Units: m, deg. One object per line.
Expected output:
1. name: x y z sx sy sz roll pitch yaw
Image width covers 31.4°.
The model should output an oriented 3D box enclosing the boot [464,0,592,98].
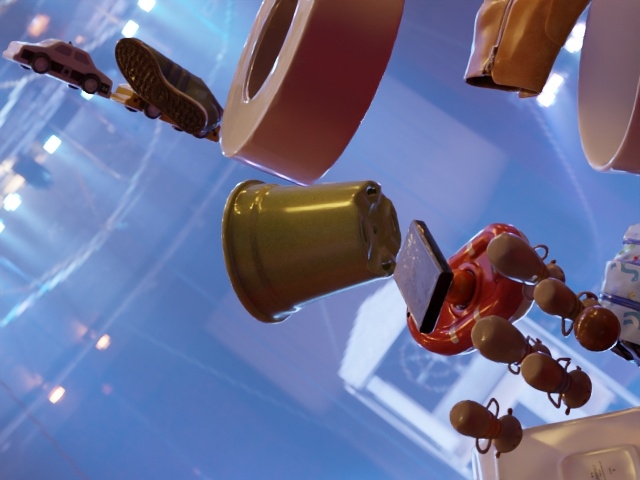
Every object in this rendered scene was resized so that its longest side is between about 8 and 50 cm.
1. boot: 0.332 -0.303 1.574 0.104 0.295 0.211 21 -102 -37

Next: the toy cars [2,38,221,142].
1. toy cars: -0.347 -0.275 1.946 0.176 0.394 0.087 14 -82 -82

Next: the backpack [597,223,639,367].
1. backpack: 0.564 0.115 1.698 0.356 0.290 0.273 2 -75 -29

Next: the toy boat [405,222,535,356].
1. toy boat: 0.189 0.067 1.617 0.231 0.151 0.151 -46 37 47

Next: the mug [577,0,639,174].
1. mug: 0.530 -0.199 1.414 0.374 0.328 0.276 -97 10 -72

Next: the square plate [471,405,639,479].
1. square plate: 0.360 0.308 1.438 0.344 0.049 0.347 -14 21 11

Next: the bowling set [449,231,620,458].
1. bowling set: 0.294 0.138 1.399 0.154 0.200 0.287 28 -106 -43

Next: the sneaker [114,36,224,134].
1. sneaker: -0.220 -0.231 1.703 0.064 0.192 0.086 -52 -14 26

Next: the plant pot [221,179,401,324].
1. plant pot: 0.000 0.000 2.079 0.254 0.276 0.276 -11 8 27

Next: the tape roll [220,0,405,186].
1. tape roll: -0.013 -0.209 1.283 0.286 0.100 0.286 -57 20 35

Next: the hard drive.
1. hard drive: 0.134 0.046 1.491 0.135 0.022 0.094 -112 35 -57
